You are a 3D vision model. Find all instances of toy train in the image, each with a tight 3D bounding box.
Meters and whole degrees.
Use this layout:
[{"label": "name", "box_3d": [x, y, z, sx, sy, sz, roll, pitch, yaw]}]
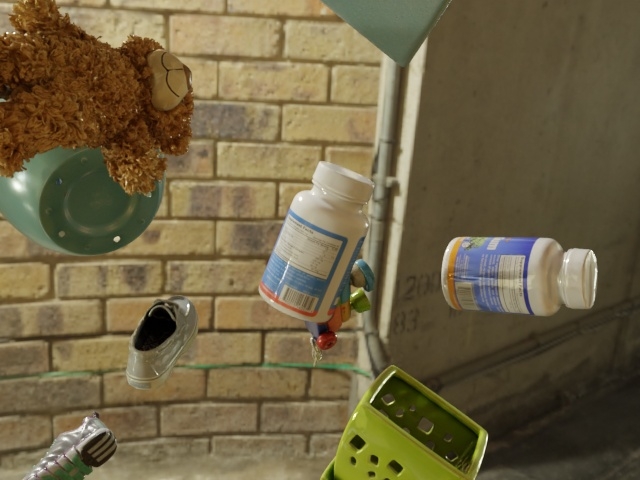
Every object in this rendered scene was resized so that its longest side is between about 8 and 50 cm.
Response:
[{"label": "toy train", "box_3d": [0.036, 0.144, 1.490, 0.143, 0.248, 0.105, -26, 53, -15]}]

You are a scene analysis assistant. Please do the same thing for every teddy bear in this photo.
[{"label": "teddy bear", "box_3d": [-0.259, -0.164, 0.835, 0.337, 0.113, 0.245, 6, 48, -44]}]

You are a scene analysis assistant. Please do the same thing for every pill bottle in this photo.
[{"label": "pill bottle", "box_3d": [0.000, 0.000, 1.150, 0.124, 0.222, 0.124, 22, 12, -5]}, {"label": "pill bottle", "box_3d": [0.388, 0.069, 1.489, 0.271, 0.153, 0.152, 1, 11, 33]}]

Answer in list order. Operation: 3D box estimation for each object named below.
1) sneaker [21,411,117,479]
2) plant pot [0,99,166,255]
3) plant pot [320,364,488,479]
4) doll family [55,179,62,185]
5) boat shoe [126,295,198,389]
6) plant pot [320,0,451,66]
[{"label": "sneaker", "box_3d": [-0.474, 0.406, 1.375, 0.223, 0.083, 0.098, -35, 37, -17]}, {"label": "plant pot", "box_3d": [-0.375, -0.113, 1.186, 0.292, 0.293, 0.235, -7, 33, -33]}, {"label": "plant pot", "box_3d": [0.140, 0.391, 1.358, 0.227, 0.207, 0.228, 34, 18, 12]}, {"label": "doll family", "box_3d": [-0.513, -0.132, 1.399, 0.163, 0.119, 0.263, -7, -28, -5]}, {"label": "boat shoe", "box_3d": [-0.241, 0.136, 1.191, 0.079, 0.081, 0.227, 9, 27, 3]}, {"label": "plant pot", "box_3d": [0.138, -0.487, 1.261, 0.247, 0.252, 0.247, 37, 32, -6]}]
